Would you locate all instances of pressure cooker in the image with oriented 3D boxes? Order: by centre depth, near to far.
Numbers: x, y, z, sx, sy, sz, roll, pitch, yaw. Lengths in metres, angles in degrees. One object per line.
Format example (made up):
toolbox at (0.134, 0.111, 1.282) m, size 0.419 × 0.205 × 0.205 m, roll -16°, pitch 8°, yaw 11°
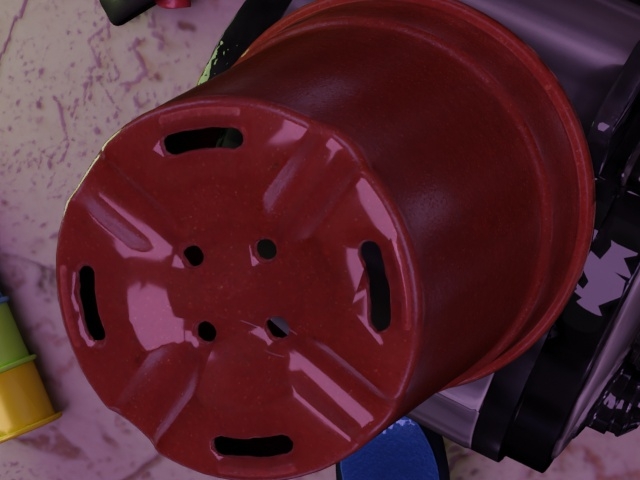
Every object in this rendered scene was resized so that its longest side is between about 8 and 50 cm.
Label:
pressure cooker at (0.135, -0.026, 1.143) m, size 0.420 × 0.370 × 0.375 m, roll 27°, pitch 109°, yaw 14°

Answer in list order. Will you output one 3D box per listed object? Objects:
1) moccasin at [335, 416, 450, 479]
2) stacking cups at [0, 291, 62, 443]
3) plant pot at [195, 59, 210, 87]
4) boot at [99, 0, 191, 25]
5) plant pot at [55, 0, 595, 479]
moccasin at (0.081, 0.263, 1.330) m, size 0.137 × 0.117 × 0.342 m, roll 3°, pitch 119°, yaw 3°
stacking cups at (-0.350, 0.043, 1.449) m, size 0.096 × 0.096 × 0.316 m, roll -22°, pitch 87°, yaw 18°
plant pot at (-0.069, -0.125, 1.338) m, size 0.081 × 0.081 × 0.083 m, roll 3°, pitch 89°, yaw 16°
boot at (-0.135, -0.310, 1.324) m, size 0.244 × 0.088 × 0.176 m, roll -39°, pitch 87°, yaw 26°
plant pot at (0.000, 0.000, 0.855) m, size 0.272 × 0.265 × 0.272 m, roll 5°, pitch 105°, yaw 19°
